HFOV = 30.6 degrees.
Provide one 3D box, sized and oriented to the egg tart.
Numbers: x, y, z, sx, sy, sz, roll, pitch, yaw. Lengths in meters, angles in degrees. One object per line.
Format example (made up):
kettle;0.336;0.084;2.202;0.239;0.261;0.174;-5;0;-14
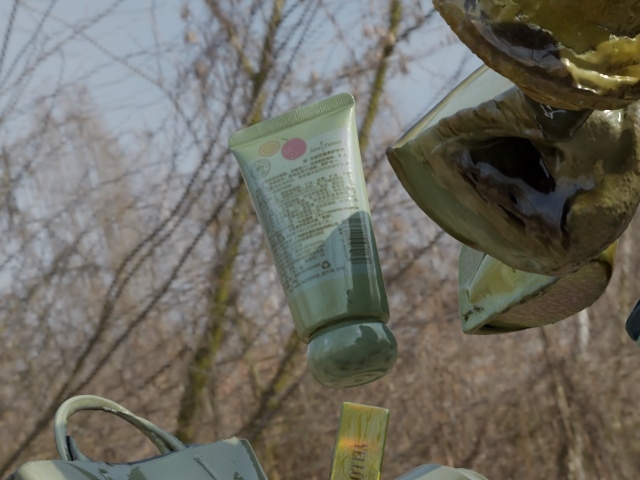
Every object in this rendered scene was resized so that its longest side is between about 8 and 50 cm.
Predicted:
egg tart;0.181;-0.195;0.803;0.241;0.241;0.106;-11;-26;-27

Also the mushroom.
mushroom;0.224;-0.102;1.039;0.217;0.212;0.292;-34;-6;-19

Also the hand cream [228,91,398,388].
hand cream;0.000;0.000;1.208;0.147;0.305;0.093;-19;-19;12

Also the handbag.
handbag;-0.106;0.227;0.904;0.241;0.315;0.109;4;-46;-48

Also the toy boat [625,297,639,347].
toy boat;0.454;0.053;1.391;0.299;0.062;0.096;-25;-38;-46

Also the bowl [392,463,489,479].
bowl;0.155;0.340;1.343;0.112;0.211;0.211;-37;4;-32

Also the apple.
apple;0.268;0.002;1.395;0.120;0.193;0.265;18;-32;-22

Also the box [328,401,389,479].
box;0.013;0.190;0.688;0.030;0.121;0.193;8;-33;4
